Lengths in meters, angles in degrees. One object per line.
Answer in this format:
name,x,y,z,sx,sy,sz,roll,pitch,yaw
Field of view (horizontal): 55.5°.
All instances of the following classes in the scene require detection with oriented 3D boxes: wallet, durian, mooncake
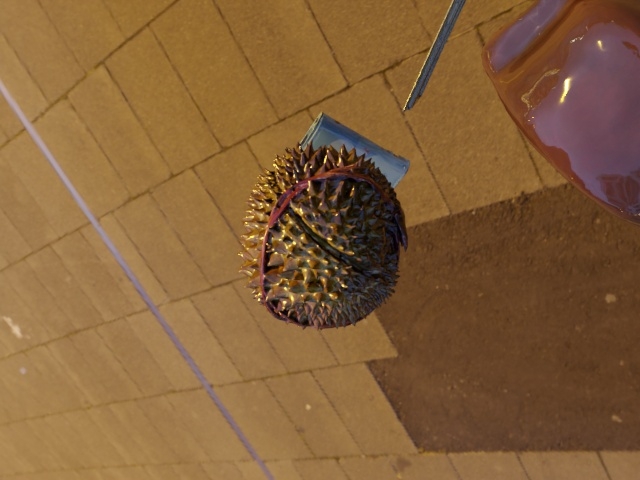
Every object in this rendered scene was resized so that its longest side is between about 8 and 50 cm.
wallet,0.066,-0.179,1.462,0.251,0.075,0.176,27,122,-16
durian,0.000,-0.005,1.139,0.348,0.384,0.347,1,114,2
mooncake,0.341,-0.166,0.662,0.326,0.333,0.174,15,134,-30

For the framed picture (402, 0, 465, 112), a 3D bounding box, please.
framed picture,0.218,-0.364,1.038,0.019,0.232,0.296,25,112,4
